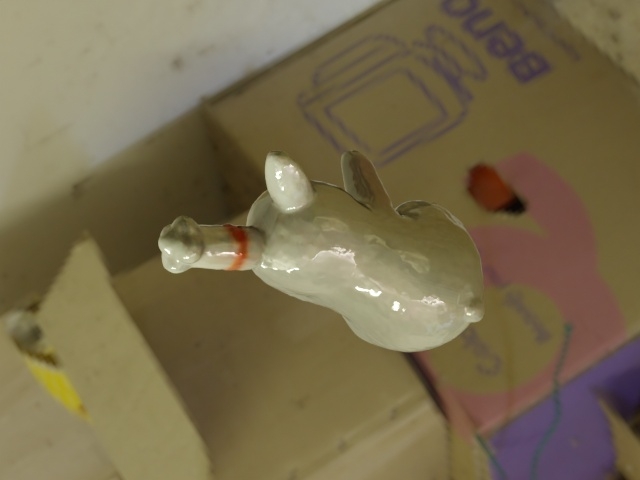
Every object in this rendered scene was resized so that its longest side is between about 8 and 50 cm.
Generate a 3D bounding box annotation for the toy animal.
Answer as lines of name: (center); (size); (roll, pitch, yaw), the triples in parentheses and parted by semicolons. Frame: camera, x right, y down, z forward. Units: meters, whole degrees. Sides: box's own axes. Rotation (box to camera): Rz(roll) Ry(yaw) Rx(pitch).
toy animal: (0.002, -0.002, 1.328); (0.282, 0.141, 0.138); (23, -168, -23)
